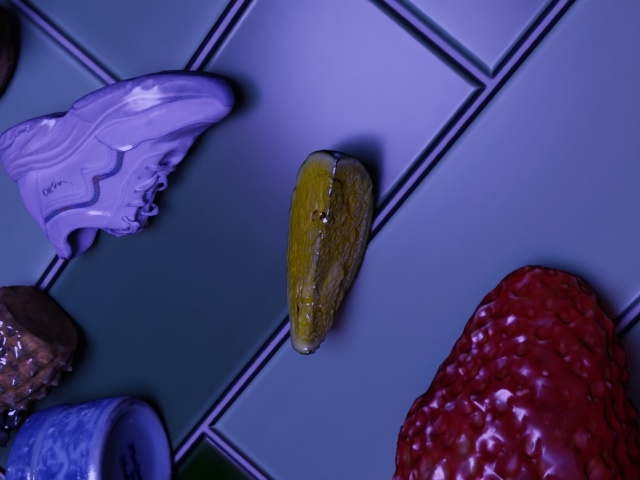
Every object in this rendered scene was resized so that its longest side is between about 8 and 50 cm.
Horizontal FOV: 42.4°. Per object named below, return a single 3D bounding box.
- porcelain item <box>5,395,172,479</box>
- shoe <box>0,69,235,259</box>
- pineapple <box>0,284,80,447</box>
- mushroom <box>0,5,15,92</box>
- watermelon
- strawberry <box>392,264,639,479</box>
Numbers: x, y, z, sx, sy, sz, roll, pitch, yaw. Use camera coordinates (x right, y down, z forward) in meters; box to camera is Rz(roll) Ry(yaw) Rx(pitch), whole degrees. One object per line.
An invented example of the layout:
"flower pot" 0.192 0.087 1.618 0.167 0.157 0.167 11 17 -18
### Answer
"porcelain item" -0.227 0.231 0.809 0.114 0.147 0.147 -9 100 18
"shoe" -0.180 -0.070 0.760 0.245 0.095 0.137 -16 102 21
"pineapple" -0.345 0.159 0.842 0.111 0.119 0.237 41 105 3
"mushroom" -0.335 -0.174 0.740 0.080 0.135 0.170 45 136 -2
"watermelon" -0.007 -0.004 0.731 0.075 0.092 0.181 19 115 24
"strawberry" 0.172 0.143 0.687 0.205 0.205 0.244 10 83 12
